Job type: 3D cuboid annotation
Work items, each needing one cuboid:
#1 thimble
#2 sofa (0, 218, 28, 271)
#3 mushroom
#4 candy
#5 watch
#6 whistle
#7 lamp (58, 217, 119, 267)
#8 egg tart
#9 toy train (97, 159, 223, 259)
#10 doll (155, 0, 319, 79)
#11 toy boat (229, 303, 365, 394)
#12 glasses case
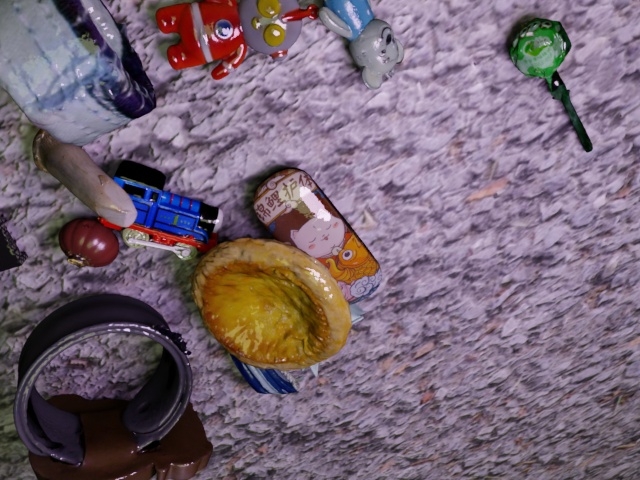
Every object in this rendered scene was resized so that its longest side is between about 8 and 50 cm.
[{"bbox_3d":[-0.336,-0.243,0.679,0.150,0.237,0.237,-30,118,3],"label":"thimble"},{"bbox_3d":[-0.562,-0.005,0.865,0.060,0.039,0.118,-16,119,-2],"label":"sofa"},{"bbox_3d":[-0.370,-0.096,0.786,0.209,0.071,0.084,41,111,18],"label":"mushroom"},{"bbox_3d":[0.444,-0.266,0.926,0.097,0.097,0.323,-41,124,10],"label":"candy"},{"bbox_3d":[-0.374,0.272,0.940,0.335,0.314,0.326,2,106,-29],"label":"watch"},{"bbox_3d":[0.053,-0.355,0.792,0.235,0.077,0.114,49,67,-25],"label":"whistle"},{"bbox_3d":[-0.401,0.005,0.875,0.101,0.090,0.101,15,148,10],"label":"lamp"},{"bbox_3d":[-0.084,0.103,0.915,0.319,0.128,0.318,9,129,11],"label":"egg tart"},{"bbox_3d":[-0.270,-0.045,0.880,0.204,0.082,0.131,17,110,-20],"label":"toy train"},{"bbox_3d":[-0.121,-0.329,0.773,0.245,0.076,0.142,-10,119,-2],"label":"doll"},{"bbox_3d":[-0.045,0.231,1.070,0.292,0.070,0.210,-8,112,-10],"label":"toy boat"},{"bbox_3d":[0.000,0.000,0.957,0.122,0.082,0.321,-34,118,12],"label":"glasses case"}]
